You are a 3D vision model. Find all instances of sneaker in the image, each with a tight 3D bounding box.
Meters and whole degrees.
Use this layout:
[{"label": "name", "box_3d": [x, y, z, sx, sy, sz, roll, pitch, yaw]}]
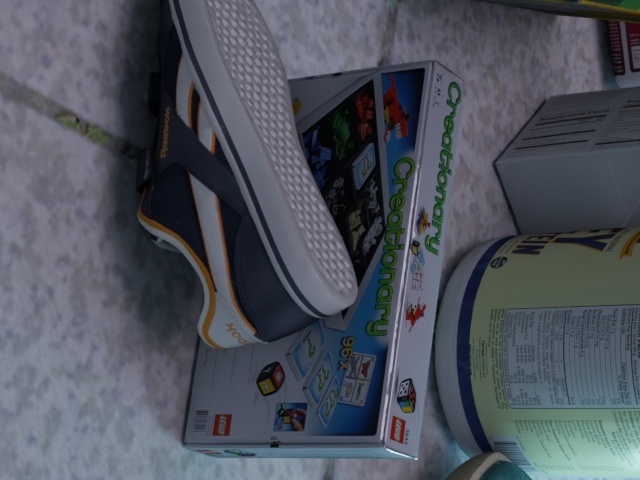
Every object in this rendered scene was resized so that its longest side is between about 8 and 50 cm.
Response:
[{"label": "sneaker", "box_3d": [-0.084, -0.070, 1.441, 0.126, 0.127, 0.321, 25, 42, -57]}]

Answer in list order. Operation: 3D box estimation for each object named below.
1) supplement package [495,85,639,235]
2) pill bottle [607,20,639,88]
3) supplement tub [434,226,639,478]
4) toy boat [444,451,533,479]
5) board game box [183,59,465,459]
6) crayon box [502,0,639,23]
[{"label": "supplement package", "box_3d": [0.330, -0.011, 1.924, 0.145, 0.204, 0.262, -47, 124, -44]}, {"label": "pill bottle", "box_3d": [0.362, -0.215, 2.090, 0.086, 0.086, 0.152, -16, 101, -54]}, {"label": "supplement tub", "box_3d": [0.296, 0.104, 1.762, 0.235, 0.325, 0.235, 8, 80, -54]}, {"label": "toy boat", "box_3d": [0.208, 0.327, 1.768, 0.318, 0.148, 0.267, 3, 84, -54]}, {"label": "board game box", "box_3d": [0.002, 0.017, 1.477, 0.053, 0.193, 0.305, 29, 64, -49]}, {"label": "crayon box", "box_3d": [0.241, -0.260, 1.820, 0.323, 0.203, 0.083, 0, 99, -55]}]
